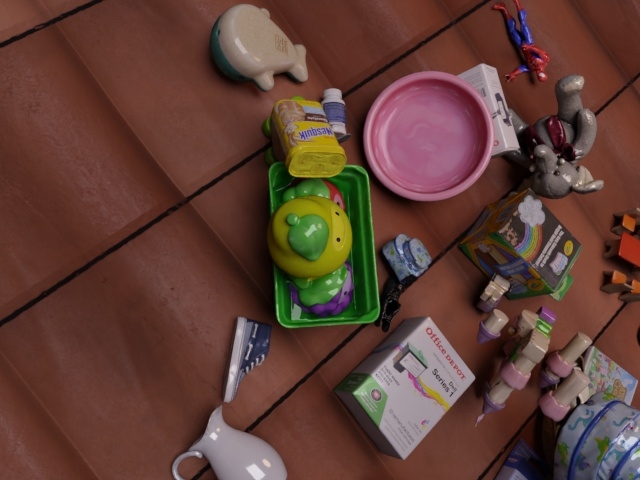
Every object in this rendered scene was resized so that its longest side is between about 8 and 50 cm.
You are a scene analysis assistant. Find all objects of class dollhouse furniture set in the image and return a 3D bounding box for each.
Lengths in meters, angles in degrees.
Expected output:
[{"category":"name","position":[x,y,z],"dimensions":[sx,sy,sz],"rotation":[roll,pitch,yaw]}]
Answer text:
[{"category":"dollhouse furniture set","position":[1.003,0.062,1.760],"dimensions":[0.259,0.135,0.262],"rotation":[25,71,-15]}]

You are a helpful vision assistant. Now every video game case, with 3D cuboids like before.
[{"category":"video game case","position":[0.809,0.444,1.665],"dimensions":[0.193,0.023,0.213],"rotation":[36,68,-11]}]

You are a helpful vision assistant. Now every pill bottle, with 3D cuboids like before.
[{"category":"pill bottle","position":[0.032,-0.325,1.493],"dimensions":[0.067,0.067,0.120],"rotation":[3,78,-21]}]

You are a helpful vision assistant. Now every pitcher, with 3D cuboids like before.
[{"category":"pitcher","position":[-0.191,0.479,1.220],"dimensions":[0.207,0.125,0.178],"rotation":[40,88,1]}]

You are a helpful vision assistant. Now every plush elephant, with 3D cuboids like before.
[{"category":"plush elephant","position":[0.633,-0.230,1.603],"dimensions":[0.330,0.271,0.256],"rotation":[54,37,-29]}]

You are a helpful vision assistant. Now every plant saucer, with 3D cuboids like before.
[{"category":"plant saucer","position":[0.278,-0.265,1.508],"dimensions":[0.331,0.084,0.333],"rotation":[0,90,9]}]

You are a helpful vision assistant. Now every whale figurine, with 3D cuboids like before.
[{"category":"whale figurine","position":[-0.152,-0.462,1.433],"dimensions":[0.271,0.141,0.217],"rotation":[4,77,-46]}]

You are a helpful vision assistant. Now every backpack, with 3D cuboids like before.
[{"category":"backpack","position":[0.221,0.039,1.473],"dimensions":[0.114,0.084,0.105],"rotation":[55,33,7]},{"category":"backpack","position":[0.674,0.523,1.351],"dimensions":[0.290,0.273,0.356],"rotation":[-26,107,-19]}]

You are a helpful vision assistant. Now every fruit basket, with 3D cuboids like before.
[{"category":"fruit basket","position":[0.000,0.000,1.253],"dimensions":[0.282,0.392,0.393],"rotation":[0,79,-21]}]

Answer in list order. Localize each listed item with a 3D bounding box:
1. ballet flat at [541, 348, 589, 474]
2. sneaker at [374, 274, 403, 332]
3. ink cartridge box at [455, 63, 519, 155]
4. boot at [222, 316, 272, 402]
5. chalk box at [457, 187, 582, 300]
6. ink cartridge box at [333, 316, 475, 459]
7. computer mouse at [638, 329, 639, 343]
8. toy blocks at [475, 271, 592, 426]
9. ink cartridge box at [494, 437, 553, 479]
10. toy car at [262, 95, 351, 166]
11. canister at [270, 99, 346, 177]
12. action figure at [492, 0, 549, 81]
[{"category":"ballet flat","position":[0.662,0.456,1.538],"dimensions":[0.116,0.124,0.343],"rotation":[13,72,-8]},{"category":"sneaker","position":[0.176,0.152,1.438],"dimensions":[0.051,0.089,0.170],"rotation":[38,68,-10]},{"category":"ink cartridge box","position":[0.415,-0.329,1.580],"dimensions":[0.100,0.171,0.238],"rotation":[-8,82,-51]},{"category":"boot","position":[-0.161,0.268,1.290],"dimensions":[0.086,0.069,0.190],"rotation":[14,72,-15]},{"category":"chalk box","position":[0.558,0.038,1.568],"dimensions":[0.289,0.179,0.180],"rotation":[46,66,-8]},{"category":"ink cartridge box","position":[0.205,0.345,1.394],"dimensions":[0.278,0.117,0.201],"rotation":[-39,95,-24]},{"category":"computer mouse","position":[1.108,0.315,1.791],"dimensions":[0.262,0.060,0.184],"rotation":[41,68,-10]},{"category":"toy blocks","position":[0.476,0.302,1.467],"dimensions":[0.308,0.260,0.288],"rotation":[37,27,13]},{"category":"ink cartridge box","position":[0.508,0.689,1.476],"dimensions":[0.186,0.065,0.311],"rotation":[45,65,-8]},{"category":"toy car","position":[-0.024,-0.255,1.418],"dimensions":[0.188,0.155,0.149],"rotation":[1,79,-31]},{"category":"canister","position":[-0.030,-0.220,1.233],"dimensions":[0.126,0.073,0.170],"rotation":[-3,52,-25]},{"category":"action figure","position":[0.599,-0.600,1.765],"dimensions":[0.139,0.091,0.281],"rotation":[-28,89,-31]}]
